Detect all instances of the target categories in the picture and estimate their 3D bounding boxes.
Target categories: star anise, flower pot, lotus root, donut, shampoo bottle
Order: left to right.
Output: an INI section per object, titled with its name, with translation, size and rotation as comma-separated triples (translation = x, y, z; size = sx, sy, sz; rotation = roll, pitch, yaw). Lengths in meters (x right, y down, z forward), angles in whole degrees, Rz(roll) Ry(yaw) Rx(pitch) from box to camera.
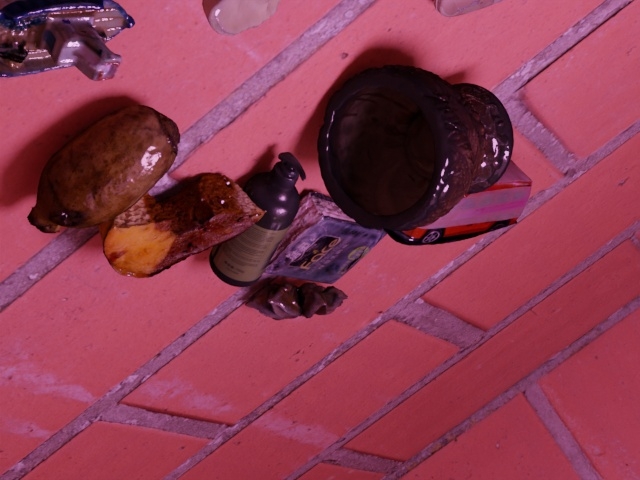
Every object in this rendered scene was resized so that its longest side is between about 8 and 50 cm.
[lotus root]
translation = -0.314, -0.092, 1.753
size = 0.260, 0.128, 0.145
rotation = -34, 171, 11
[donut]
translation = -0.248, -0.027, 1.950
size = 0.295, 0.112, 0.151
rotation = -6, 148, -40
[shampoo bottle]
translation = -0.099, -0.041, 2.084
size = 0.101, 0.101, 0.284
rotation = -9, 145, -36
[star anise]
translation = -0.048, 0.117, 2.381
size = 0.197, 0.073, 0.212
rotation = -4, 176, -4
[flower pot]
translation = 0.171, -0.159, 2.024
size = 0.267, 0.266, 0.266
rotation = -13, 149, -51

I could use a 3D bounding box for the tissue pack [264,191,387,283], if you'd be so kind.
[tissue pack]
translation = 0.000, 0.000, 2.282
size = 0.173, 0.073, 0.235
rotation = -41, 153, 22

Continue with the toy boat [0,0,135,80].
[toy boat]
translation = -0.333, -0.242, 1.495
size = 0.262, 0.115, 0.114
rotation = -10, 146, -35

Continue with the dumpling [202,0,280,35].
[dumpling]
translation = -0.007, -0.428, 1.489
size = 0.395, 0.233, 0.315
rotation = -57, 178, 17

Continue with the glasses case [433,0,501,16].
[glasses case]
translation = 0.267, -0.404, 1.906
size = 0.204, 0.051, 0.081
rotation = -24, 151, -13

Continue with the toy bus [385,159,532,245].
[toy bus]
translation = 0.258, -0.083, 2.355
size = 0.302, 0.127, 0.147
rotation = -6, 139, -37
